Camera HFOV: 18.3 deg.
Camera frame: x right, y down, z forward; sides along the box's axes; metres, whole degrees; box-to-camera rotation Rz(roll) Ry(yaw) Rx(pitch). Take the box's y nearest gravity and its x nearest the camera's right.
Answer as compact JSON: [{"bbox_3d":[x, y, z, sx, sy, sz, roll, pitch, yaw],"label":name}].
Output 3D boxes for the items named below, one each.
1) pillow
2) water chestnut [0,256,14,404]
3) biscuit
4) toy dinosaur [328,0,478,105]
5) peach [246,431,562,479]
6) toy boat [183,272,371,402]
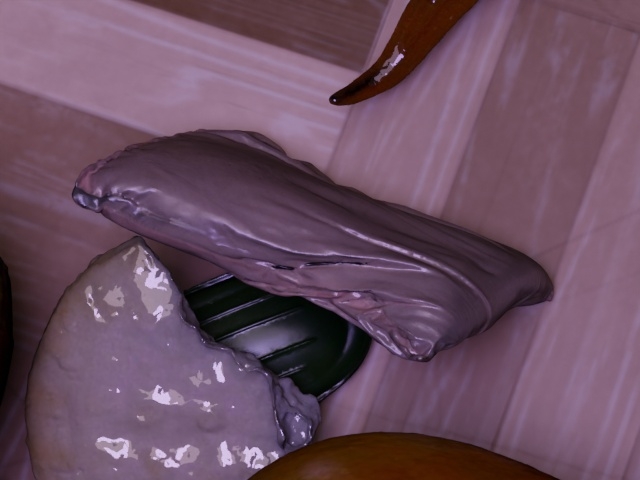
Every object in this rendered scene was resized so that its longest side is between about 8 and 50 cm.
[{"bbox_3d":[0.000,0.000,1.229,0.270,0.173,0.067,25,113,15],"label":"pillow"},{"bbox_3d":[-0.308,0.108,1.213,0.302,0.350,0.350,30,84,-22],"label":"water chestnut"},{"bbox_3d":[-0.092,0.127,1.239,0.188,0.040,0.265,-11,97,12],"label":"biscuit"},{"bbox_3d":[0.168,-0.265,1.288,0.432,0.097,0.208,-24,85,8],"label":"toy dinosaur"},{"bbox_3d":[0.048,0.260,1.108,0.308,0.308,0.332,42,71,15],"label":"peach"},{"bbox_3d":[-0.067,0.079,1.279,0.210,0.052,0.104,-23,79,4],"label":"toy boat"}]
